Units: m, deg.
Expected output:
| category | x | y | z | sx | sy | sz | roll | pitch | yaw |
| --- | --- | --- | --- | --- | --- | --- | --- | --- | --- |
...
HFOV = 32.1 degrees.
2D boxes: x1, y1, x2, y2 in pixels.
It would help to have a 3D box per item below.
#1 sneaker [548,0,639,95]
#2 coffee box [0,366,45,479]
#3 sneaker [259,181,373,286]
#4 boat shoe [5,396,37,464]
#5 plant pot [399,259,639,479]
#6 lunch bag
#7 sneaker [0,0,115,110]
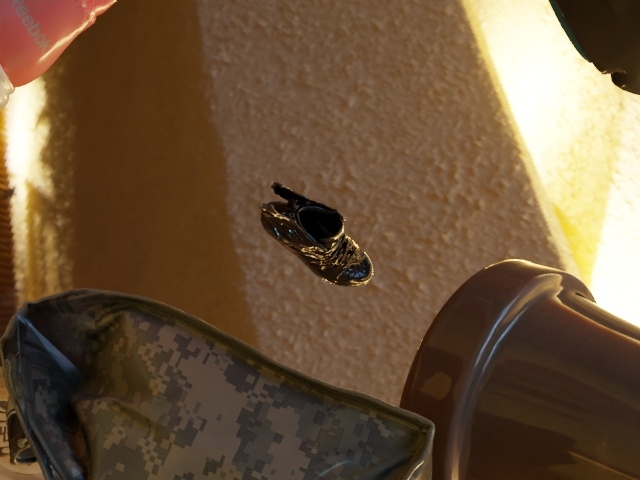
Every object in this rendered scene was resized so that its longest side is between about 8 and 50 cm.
| category | x | y | z | sx | sy | sz | roll | pitch | yaw |
| --- | --- | --- | --- | --- | --- | --- | --- | --- | --- |
| sneaker | 0.274 | -0.134 | 0.527 | 0.139 | 0.341 | 0.125 | -43 | -119 | 54 |
| coffee box | -0.317 | 0.266 | 1.242 | 0.119 | 0.297 | 0.168 | -41 | -145 | 26 |
| sneaker | 0.001 | -0.002 | 1.124 | 0.089 | 0.170 | 0.051 | -2 | -123 | 62 |
| boat shoe | -0.192 | 0.158 | 1.052 | 0.219 | 0.078 | 0.070 | -19 | -128 | 7 |
| plant pot | 0.226 | 0.163 | 0.902 | 0.229 | 0.263 | 0.263 | 13 | -98 | 38 |
| lunch bag | -0.078 | 0.163 | 0.762 | 0.287 | 0.235 | 0.169 | 23 | -113 | 15 |
| sneaker | -0.199 | -0.180 | 0.741 | 0.136 | 0.116 | 0.314 | -29 | -145 | -1 |
